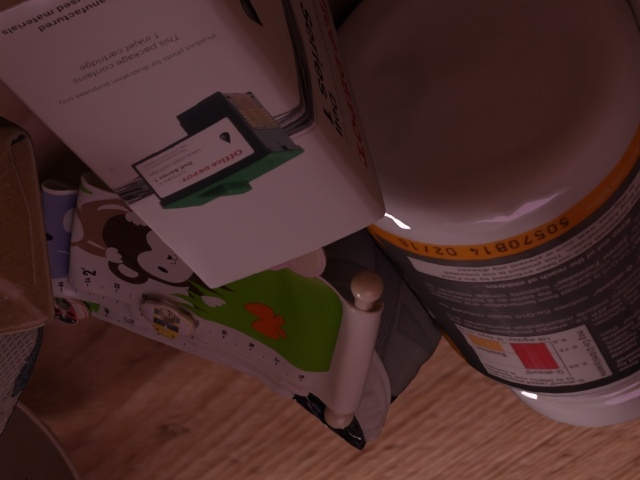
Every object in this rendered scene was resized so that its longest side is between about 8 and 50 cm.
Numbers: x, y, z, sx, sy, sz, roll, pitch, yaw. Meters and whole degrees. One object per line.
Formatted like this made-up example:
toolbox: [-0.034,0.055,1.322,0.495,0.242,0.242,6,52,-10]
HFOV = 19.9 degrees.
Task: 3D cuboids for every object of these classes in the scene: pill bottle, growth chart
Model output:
pill bottle: [0.114,-0.015,0.940,0.162,0.162,0.278,-21,146,11]
growth chart: [-0.075,0.024,0.958,0.237,0.021,0.172,18,147,16]

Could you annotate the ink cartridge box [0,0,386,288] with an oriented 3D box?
ink cartridge box: [-0.065,-0.102,0.743,0.092,0.160,0.219,-22,147,13]

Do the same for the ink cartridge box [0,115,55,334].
ink cartridge box: [-0.250,-0.002,0.776,0.234,0.193,0.088,-10,104,-20]

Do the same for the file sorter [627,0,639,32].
file sorter: [0.260,-0.174,0.744,0.277,0.173,0.193,-11,147,-4]

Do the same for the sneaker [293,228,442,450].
sneaker: [0.000,0.000,1.002,0.108,0.100,0.271,-45,143,-17]

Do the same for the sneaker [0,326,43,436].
sneaker: [-0.224,0.132,0.930,0.122,0.283,0.110,0,134,51]

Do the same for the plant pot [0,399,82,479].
plant pot: [-0.297,0.206,1.069,0.284,0.284,0.191,16,169,-38]
